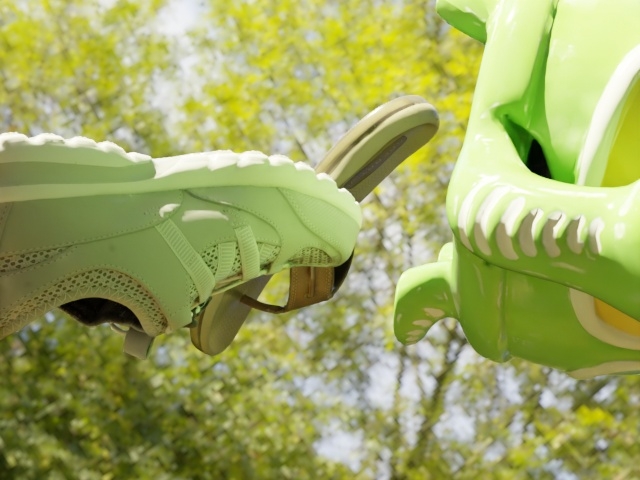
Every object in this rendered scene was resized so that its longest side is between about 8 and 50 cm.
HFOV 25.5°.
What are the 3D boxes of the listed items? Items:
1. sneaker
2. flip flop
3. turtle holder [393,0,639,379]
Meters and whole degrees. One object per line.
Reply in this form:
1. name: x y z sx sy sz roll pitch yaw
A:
1. sneaker: -0.092 0.009 0.791 0.105 0.281 0.115 -5 -95 48
2. flip flop: 0.000 0.000 1.131 0.080 0.277 0.112 49 10 11
3. turtle holder: 0.171 -0.045 0.761 0.227 0.243 0.320 10 -14 14
